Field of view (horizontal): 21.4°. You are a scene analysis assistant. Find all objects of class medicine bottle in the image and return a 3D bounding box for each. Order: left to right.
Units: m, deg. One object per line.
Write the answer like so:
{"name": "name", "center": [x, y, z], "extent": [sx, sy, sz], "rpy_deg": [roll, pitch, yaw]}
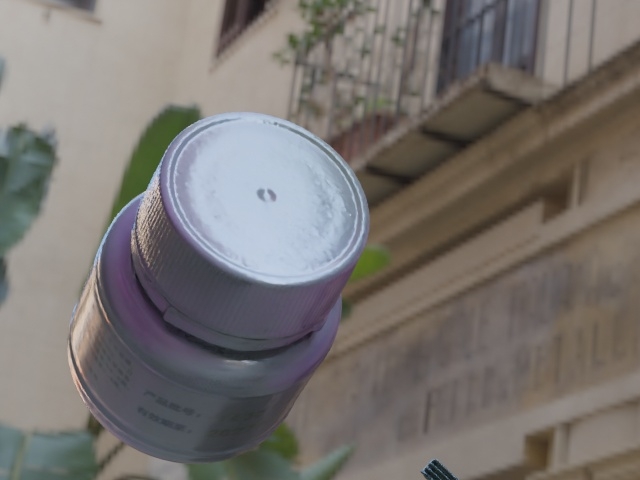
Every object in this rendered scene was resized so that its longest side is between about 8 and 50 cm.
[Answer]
{"name": "medicine bottle", "center": [-0.096, 0.047, 1.601], "extent": [0.241, 0.241, 0.302], "rpy_deg": [13, -39, -14]}

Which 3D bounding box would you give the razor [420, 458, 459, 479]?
{"name": "razor", "center": [0.165, 0.255, 1.468], "extent": [0.191, 0.068, 0.037], "rpy_deg": [35, -19, 28]}
